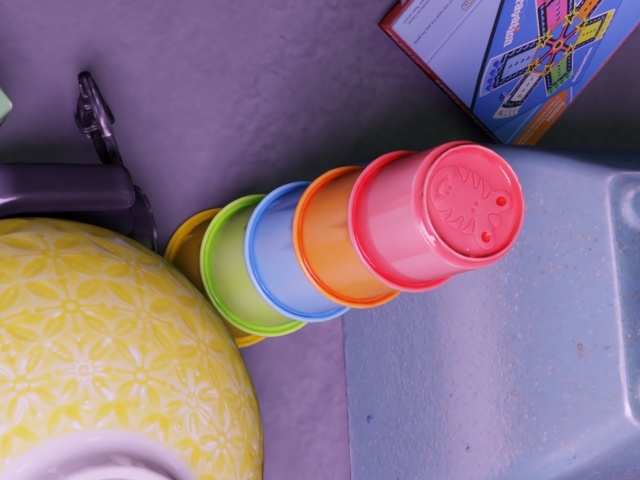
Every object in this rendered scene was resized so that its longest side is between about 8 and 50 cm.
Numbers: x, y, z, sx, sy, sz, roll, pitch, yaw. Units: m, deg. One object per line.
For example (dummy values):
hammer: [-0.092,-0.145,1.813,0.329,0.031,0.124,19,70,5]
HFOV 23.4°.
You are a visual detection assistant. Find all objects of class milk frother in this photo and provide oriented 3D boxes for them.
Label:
milk frother: [-0.178,-0.025,0.931,0.134,0.129,0.143,-3,40,-27]

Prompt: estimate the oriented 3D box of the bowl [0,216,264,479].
bowl: [-0.142,0.146,0.821,0.289,0.156,0.289,-9,109,-26]

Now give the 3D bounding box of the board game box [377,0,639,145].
board game box: [0.183,-0.209,1.110,0.145,0.027,0.281,43,84,-19]

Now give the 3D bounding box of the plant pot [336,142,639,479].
plant pot: [0.179,0.051,0.992,0.247,0.252,0.248,0,82,-26]

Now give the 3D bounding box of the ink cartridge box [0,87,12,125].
ink cartridge box: [-0.312,-0.065,0.863,0.219,0.092,0.160,-42,100,-26]

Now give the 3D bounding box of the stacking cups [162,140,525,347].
stacking cups: [0.000,0.000,0.879,0.096,0.316,0.096,4,79,-23]
